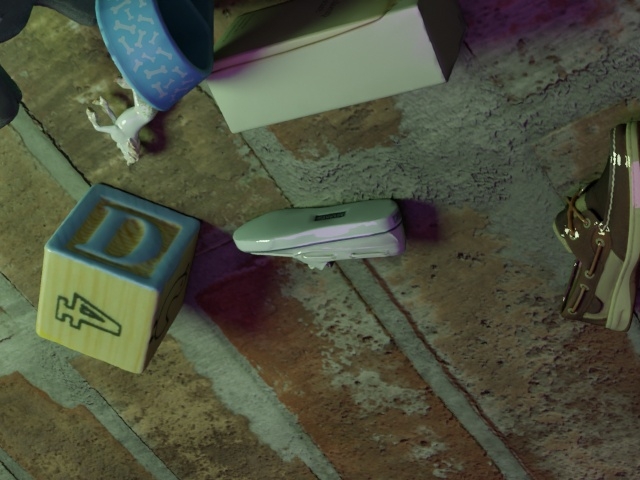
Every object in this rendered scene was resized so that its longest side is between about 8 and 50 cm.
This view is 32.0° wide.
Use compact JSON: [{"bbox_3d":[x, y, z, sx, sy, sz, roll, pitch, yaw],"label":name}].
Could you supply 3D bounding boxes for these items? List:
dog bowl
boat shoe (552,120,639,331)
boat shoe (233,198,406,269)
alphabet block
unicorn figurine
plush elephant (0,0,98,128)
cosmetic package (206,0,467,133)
[{"bbox_3d":[-0.201,-0.296,1.415,0.074,0.297,0.166,-24,132,17],"label":"dog bowl"},{"bbox_3d":[0.381,-0.014,1.533,0.123,0.123,0.342,6,134,13],"label":"boat shoe"},{"bbox_3d":[0.000,0.000,1.694,0.268,0.096,0.088,-9,118,15],"label":"boat shoe"},{"bbox_3d":[-0.324,0.060,1.785,0.194,0.192,0.197,22,131,5],"label":"alphabet block"},{"bbox_3d":[-0.290,-0.180,1.672,0.111,0.060,0.162,43,128,-15],"label":"unicorn figurine"},{"bbox_3d":[-0.503,-0.353,1.511,0.271,0.255,0.330,-53,141,2],"label":"plush elephant"},{"bbox_3d":[0.018,-0.250,1.448,0.310,0.160,0.113,-12,121,25],"label":"cosmetic package"}]
